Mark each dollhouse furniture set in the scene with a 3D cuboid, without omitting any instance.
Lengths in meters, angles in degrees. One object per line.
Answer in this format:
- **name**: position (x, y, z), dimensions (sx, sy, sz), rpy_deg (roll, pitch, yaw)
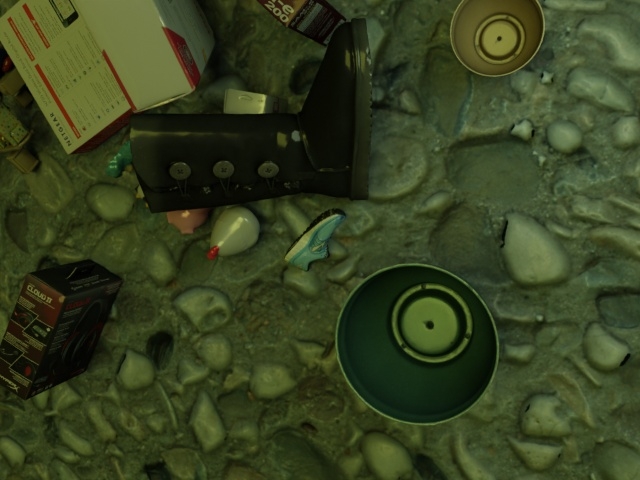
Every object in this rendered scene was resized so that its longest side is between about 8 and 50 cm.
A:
- **dollhouse furniture set**: position (-0.675, -0.275, 1.611), dimensions (0.101, 0.161, 0.182), rpy_deg (-1, 140, 39)

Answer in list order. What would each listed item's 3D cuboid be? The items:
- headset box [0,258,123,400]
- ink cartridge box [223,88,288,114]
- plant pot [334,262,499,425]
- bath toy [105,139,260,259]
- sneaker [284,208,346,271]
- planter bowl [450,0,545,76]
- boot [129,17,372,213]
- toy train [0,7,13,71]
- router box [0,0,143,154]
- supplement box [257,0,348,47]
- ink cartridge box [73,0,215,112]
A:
- **headset box**: position (-0.580, 0.178, 1.568), dimensions (0.110, 0.218, 0.293), rpy_deg (29, 103, 12)
- **ink cartridge box**: position (-0.130, -0.273, 1.425), dimensions (0.088, 0.122, 0.052), rpy_deg (12, 99, 16)
- **plant pot**: position (0.195, 0.176, 1.330), dimensions (0.293, 0.196, 0.293), rpy_deg (2, 96, 18)
- **bath toy**: position (-0.289, -0.082, 1.492), dimensions (0.348, 0.151, 0.129), rpy_deg (39, 66, 7)
- **sneaker**: position (0.000, 0.000, 1.456), dimensions (0.073, 0.063, 0.162), rpy_deg (41, 111, -9)
- **planter bowl**: position (0.323, -0.374, 1.277), dimensions (0.162, 0.109, 0.162), rpy_deg (2, 97, 17)
- **boot**: position (-0.130, -0.220, 1.295), dimensions (0.445, 0.146, 0.367), rpy_deg (0, 127, 1)
- **toy train**: position (-0.801, -0.449, 1.642), dimensions (0.143, 0.105, 0.248), rpy_deg (34, 105, 25)
- **router box**: position (-0.509, -0.407, 1.527), dimensions (0.301, 0.082, 0.335), rpy_deg (-29, 92, 22)
- **supplement box**: position (-0.045, -0.445, 1.318), dimensions (0.130, 0.239, 0.073), rpy_deg (44, 107, 9)
- **ink cartridge box**: position (-0.308, -0.400, 1.287), dimensions (0.131, 0.306, 0.226), rpy_deg (-20, 118, 9)
